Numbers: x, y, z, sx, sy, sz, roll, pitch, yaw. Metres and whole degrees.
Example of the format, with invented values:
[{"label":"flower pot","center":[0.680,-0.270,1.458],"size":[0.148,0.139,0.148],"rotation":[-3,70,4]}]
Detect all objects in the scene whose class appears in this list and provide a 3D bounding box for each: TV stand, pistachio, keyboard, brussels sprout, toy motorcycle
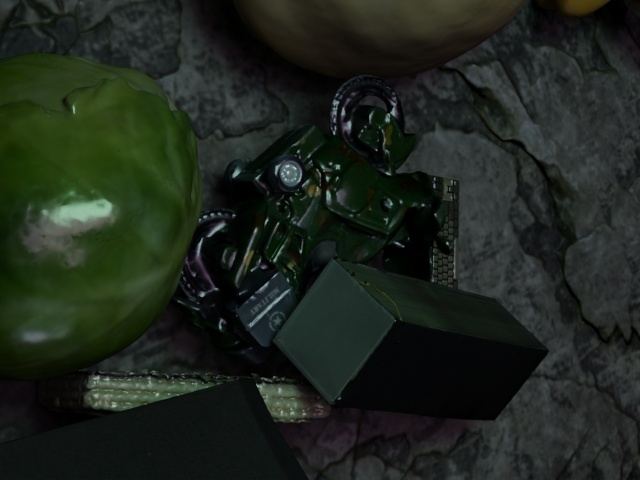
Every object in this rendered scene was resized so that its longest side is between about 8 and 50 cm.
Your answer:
[{"label":"TV stand","center":[0.085,0.089,0.899],"size":[0.269,0.083,0.088],"rotation":[15,115,-52]},{"label":"pistachio","center":[0.059,-0.255,0.923],"size":[0.321,0.229,0.238],"rotation":[-10,128,-39]},{"label":"keyboard","center":[0.115,0.001,1.043],"size":[0.049,0.015,0.129],"rotation":[8,80,-32]},{"label":"brussels sprout","center":[-0.190,-0.021,0.735],"size":[0.244,0.244,0.244],"rotation":[4,82,-32]},{"label":"toy motorcycle","center":[0.000,0.000,0.910],"size":[0.275,0.125,0.187],"rotation":[-42,112,-24]}]

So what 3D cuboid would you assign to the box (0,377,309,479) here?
[{"label":"box","center":[-0.155,0.271,0.650],"size":[0.345,0.251,0.204],"rotation":[-11,133,-30]}]

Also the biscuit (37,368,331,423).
[{"label":"biscuit","center":[-0.104,0.119,0.826],"size":[0.199,0.121,0.040],"rotation":[8,81,-32]}]

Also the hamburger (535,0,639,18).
[{"label":"hamburger","center":[0.355,-0.348,1.119],"size":[0.186,0.261,0.302],"rotation":[24,113,-22]}]
